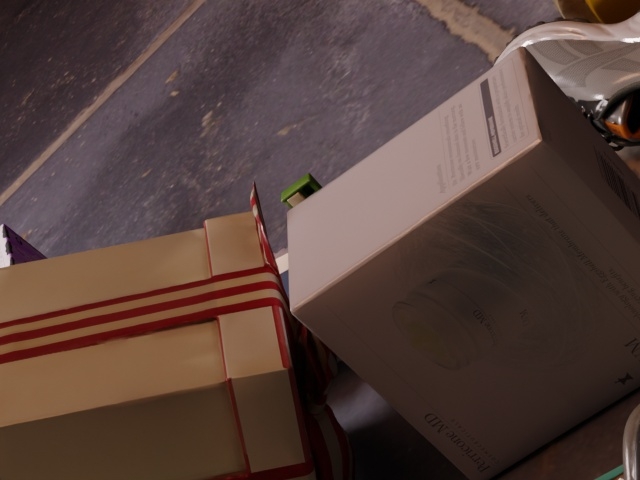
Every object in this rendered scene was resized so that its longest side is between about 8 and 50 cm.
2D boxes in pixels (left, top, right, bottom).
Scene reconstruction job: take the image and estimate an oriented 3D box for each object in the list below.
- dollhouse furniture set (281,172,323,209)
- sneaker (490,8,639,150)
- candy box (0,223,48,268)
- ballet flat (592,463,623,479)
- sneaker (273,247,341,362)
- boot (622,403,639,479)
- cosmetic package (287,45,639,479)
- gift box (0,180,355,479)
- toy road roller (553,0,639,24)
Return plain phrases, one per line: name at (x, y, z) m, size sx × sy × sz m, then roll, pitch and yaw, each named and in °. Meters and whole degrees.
dollhouse furniture set at (0.000, 0.000, 1.729) m, size 0.076 × 0.058 × 0.152 m, roll -36°, pitch 29°, yaw 20°
sneaker at (0.234, -0.126, 1.532) m, size 0.271 × 0.100 × 0.108 m, roll -9°, pitch 50°, yaw 49°
candy box at (-0.284, 0.091, 1.889) m, size 0.070 × 0.165 × 0.196 m, roll -45°, pitch 28°, yaw 7°
ballet flat at (0.255, 0.144, 1.081) m, size 0.342 × 0.116 × 0.124 m, roll -47°, pitch 47°, yaw 31°
sneaker at (0.073, 0.033, 1.560) m, size 0.319 × 0.112 × 0.131 m, roll -33°, pitch 46°, yaw 29°
boot at (0.163, 0.214, 1.064) m, size 0.161 × 0.083 × 0.247 m, roll -7°, pitch 88°, yaw 47°
cosmetic package at (0.129, 0.024, 1.331) m, size 0.224 × 0.224 × 0.138 m, roll -35°, pitch 29°, yaw 21°
gift box at (-0.112, 0.122, 1.411) m, size 0.258 × 0.255 × 0.276 m, roll -10°, pitch 37°, yaw -1°
toy road roller at (0.296, -0.365, 1.606) m, size 0.329 × 0.240 × 0.202 m, roll -39°, pitch 28°, yaw 13°
